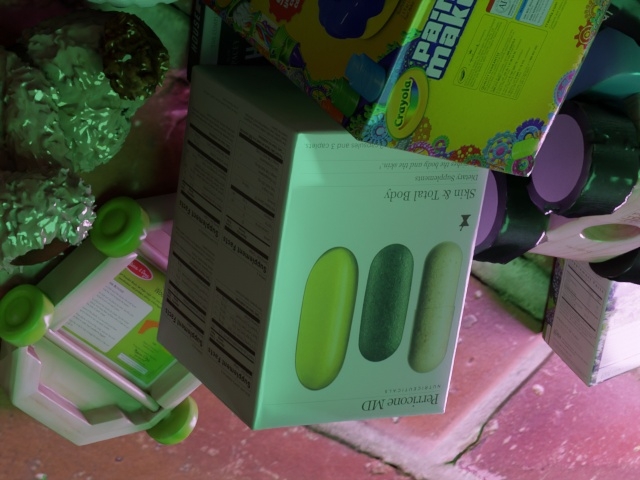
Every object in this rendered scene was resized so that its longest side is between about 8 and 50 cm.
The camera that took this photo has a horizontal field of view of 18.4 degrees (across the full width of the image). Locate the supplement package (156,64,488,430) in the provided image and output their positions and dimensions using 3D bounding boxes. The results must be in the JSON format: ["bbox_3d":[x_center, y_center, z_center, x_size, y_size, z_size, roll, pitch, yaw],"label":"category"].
[{"bbox_3d":[0.000,0.000,1.712,0.199,0.198,0.262,-2,111,-30],"label":"supplement package"}]

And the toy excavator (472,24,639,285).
[{"bbox_3d":[0.300,-0.222,1.825,0.222,0.445,0.433,7,160,-28],"label":"toy excavator"}]

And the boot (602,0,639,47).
[{"bbox_3d":[0.306,-0.244,1.636,0.207,0.094,0.246,32,64,-22],"label":"boot"}]

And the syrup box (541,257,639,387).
[{"bbox_3d":[0.321,0.038,2.159,0.093,0.096,0.237,-19,135,-24],"label":"syrup box"}]

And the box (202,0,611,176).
[{"bbox_3d":[0.085,-0.249,1.549,0.177,0.279,0.290,10,112,-36],"label":"box"}]

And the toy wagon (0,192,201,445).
[{"bbox_3d":[-0.138,0.051,1.859,0.344,0.068,0.267,-43,140,4],"label":"toy wagon"}]

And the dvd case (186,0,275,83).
[{"bbox_3d":[0.001,-0.229,1.730,0.239,0.029,0.179,-14,133,-27],"label":"dvd case"}]

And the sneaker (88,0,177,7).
[{"bbox_3d":[-0.181,-0.250,1.519,0.281,0.105,0.115,-7,131,-31],"label":"sneaker"}]

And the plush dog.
[{"bbox_3d":[-0.231,-0.104,1.574,0.225,0.262,0.210,-35,99,-21],"label":"plush dog"}]
